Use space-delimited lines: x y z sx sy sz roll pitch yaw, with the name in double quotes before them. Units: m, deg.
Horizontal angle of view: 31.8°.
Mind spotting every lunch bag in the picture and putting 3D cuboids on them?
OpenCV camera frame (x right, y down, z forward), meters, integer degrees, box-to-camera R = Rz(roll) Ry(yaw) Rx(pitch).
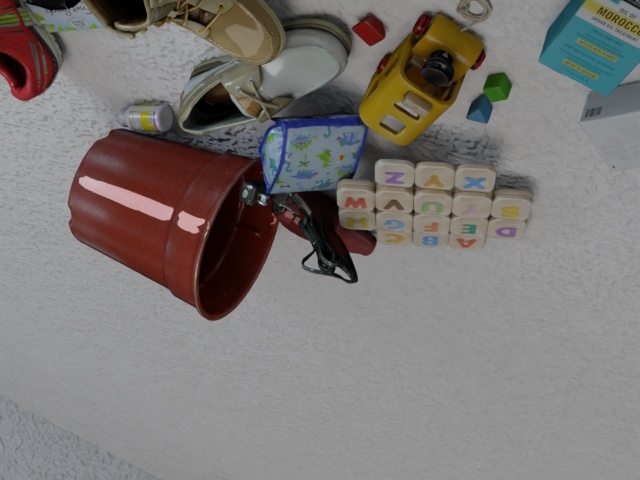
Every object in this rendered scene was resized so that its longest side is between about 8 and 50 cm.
"lunch bag" -0.011 -0.136 1.612 0.129 0.096 0.151 -6 161 -17

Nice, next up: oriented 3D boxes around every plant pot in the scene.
"plant pot" -0.238 -0.046 1.795 0.265 0.272 0.272 21 149 18

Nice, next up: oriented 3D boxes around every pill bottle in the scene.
"pill bottle" -0.278 -0.194 1.778 0.083 0.043 0.043 5 143 27

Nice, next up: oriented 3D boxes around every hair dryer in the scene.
"hair dryer" 0.000 0.000 1.750 0.080 0.293 0.223 -48 71 22

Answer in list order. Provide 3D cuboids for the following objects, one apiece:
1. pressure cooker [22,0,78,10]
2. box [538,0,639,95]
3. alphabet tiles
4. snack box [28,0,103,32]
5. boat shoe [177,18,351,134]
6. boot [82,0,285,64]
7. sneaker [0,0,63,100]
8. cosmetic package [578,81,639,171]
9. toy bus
"pressure cooker" -0.360 -0.476 1.128 0.420 0.375 0.370 29 122 -9
"box" 0.350 -0.270 1.267 0.100 0.060 0.244 26 148 -5
"alphabet tiles" 0.166 -0.044 1.670 0.284 0.021 0.278 4 157 4
"snack box" -0.357 -0.349 1.606 0.141 0.037 0.100 2 143 30
"boat shoe" -0.082 -0.215 1.571 0.302 0.103 0.113 -15 132 44
"boot" -0.174 -0.288 1.401 0.262 0.203 0.095 40 118 -8
"sneaker" -0.487 -0.321 1.648 0.107 0.118 0.279 -6 135 37
"cosmetic package" 0.450 -0.154 1.375 0.239 0.060 0.099 -8 134 40
"toy bus" 0.134 -0.206 1.452 0.191 0.104 0.202 4 144 26
